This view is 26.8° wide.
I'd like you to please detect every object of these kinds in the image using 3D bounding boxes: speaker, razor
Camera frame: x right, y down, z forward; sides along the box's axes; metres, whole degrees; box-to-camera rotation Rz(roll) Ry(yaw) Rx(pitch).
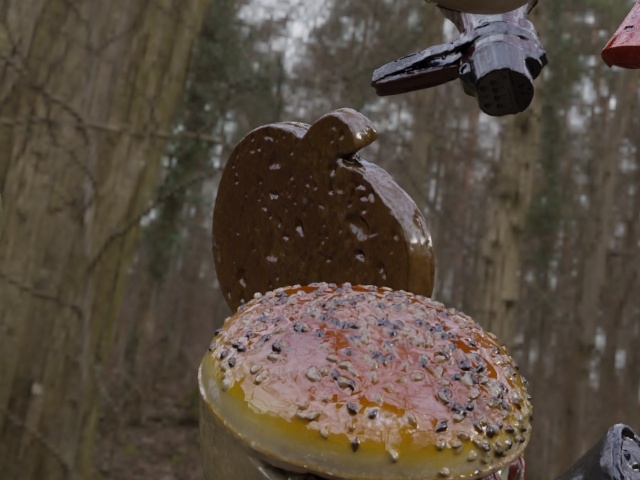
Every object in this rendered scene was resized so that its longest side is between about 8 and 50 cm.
[{"bbox_3d":[0.227,-0.336,2.122,0.259,0.329,0.198,10,-48,1],"label":"speaker"},{"bbox_3d":[0.382,0.438,2.085,0.113,0.204,0.349,39,-58,-8],"label":"razor"}]

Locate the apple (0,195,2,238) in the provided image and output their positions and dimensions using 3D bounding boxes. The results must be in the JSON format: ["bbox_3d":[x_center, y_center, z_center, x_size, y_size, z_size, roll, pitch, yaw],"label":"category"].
[{"bbox_3d":[-0.399,-0.010,1.090,0.279,0.279,0.279,7,-20,3],"label":"apple"}]

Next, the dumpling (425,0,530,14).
[{"bbox_3d":[0.107,-0.229,0.901,0.247,0.142,0.172,-11,-8,-36],"label":"dumpling"}]

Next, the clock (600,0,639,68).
[{"bbox_3d":[0.484,-0.318,1.954,0.061,0.155,0.113,48,-24,-27],"label":"clock"}]

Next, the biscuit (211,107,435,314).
[{"bbox_3d":[0.001,0.000,1.504,0.063,0.314,0.367,-2,26,-38],"label":"biscuit"}]

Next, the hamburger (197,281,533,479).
[{"bbox_3d":[0.041,0.144,1.133,0.300,0.300,0.176,11,-65,-8],"label":"hamburger"}]
